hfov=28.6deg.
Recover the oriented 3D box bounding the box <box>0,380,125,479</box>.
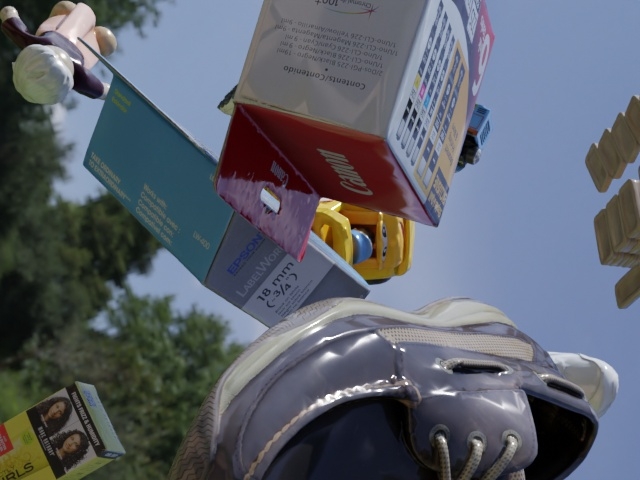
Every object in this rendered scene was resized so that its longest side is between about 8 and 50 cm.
[{"bbox_3d":[-0.325,0.239,1.301,0.087,0.232,0.058,62,5,17],"label":"box"}]

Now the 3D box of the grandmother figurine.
[{"bbox_3d":[-0.404,-0.290,1.931,0.104,0.208,0.342,-58,-166,17],"label":"grandmother figurine"}]

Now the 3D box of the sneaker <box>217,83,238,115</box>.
[{"bbox_3d":[-0.041,-0.178,1.635,0.122,0.110,0.283,47,-17,-13],"label":"sneaker"}]

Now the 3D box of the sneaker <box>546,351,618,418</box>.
[{"bbox_3d":[0.214,0.157,1.394,0.232,0.115,0.090,-6,-118,40],"label":"sneaker"}]

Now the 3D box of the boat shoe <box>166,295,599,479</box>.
[{"bbox_3d":[0.057,0.107,0.688,0.130,0.355,0.132,27,-69,28],"label":"boat shoe"}]

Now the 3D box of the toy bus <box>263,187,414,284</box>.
[{"bbox_3d":[0.000,0.000,1.658,0.211,0.220,0.149,-44,135,-69],"label":"toy bus"}]

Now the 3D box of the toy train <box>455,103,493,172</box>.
[{"bbox_3d":[0.171,-0.175,1.916,0.184,0.105,0.080,23,-20,22],"label":"toy train"}]

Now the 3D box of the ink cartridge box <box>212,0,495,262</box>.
[{"bbox_3d":[0.042,-0.119,1.076,0.309,0.130,0.271,41,65,-73],"label":"ink cartridge box"}]

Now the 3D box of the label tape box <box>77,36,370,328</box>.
[{"bbox_3d":[-0.123,-0.036,1.280,0.241,0.106,0.334,41,1,38],"label":"label tape box"}]

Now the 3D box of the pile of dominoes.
[{"bbox_3d":[0.340,-0.062,1.225,0.251,0.040,0.195,119,-28,-58],"label":"pile of dominoes"}]
